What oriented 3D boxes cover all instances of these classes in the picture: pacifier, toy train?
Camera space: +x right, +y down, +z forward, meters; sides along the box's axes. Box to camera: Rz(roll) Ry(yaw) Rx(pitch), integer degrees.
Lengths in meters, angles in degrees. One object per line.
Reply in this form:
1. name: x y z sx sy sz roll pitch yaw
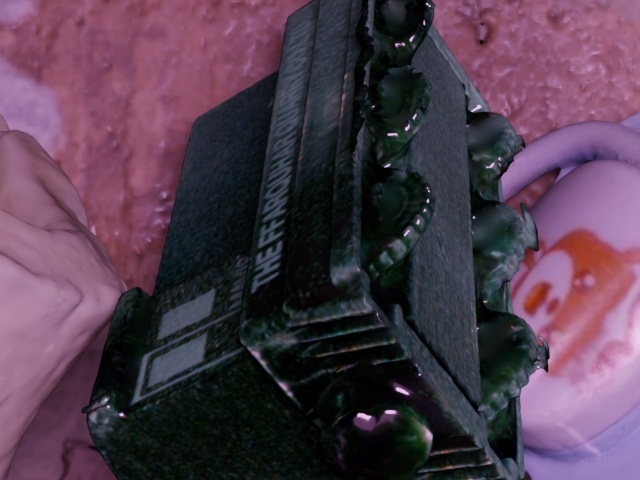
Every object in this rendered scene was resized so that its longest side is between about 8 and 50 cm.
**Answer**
1. pacifier: 0.163 0.059 0.766 0.207 0.227 0.279 37 97 -35
2. toy train: 0.000 0.000 0.688 0.178 0.330 0.138 -28 119 21

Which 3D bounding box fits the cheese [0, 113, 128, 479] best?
1. cheese: -0.258 -0.024 0.708 0.332 0.292 0.153 36 98 -14
